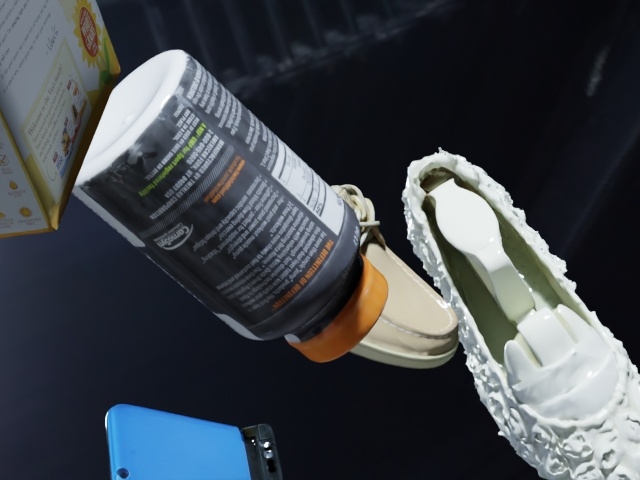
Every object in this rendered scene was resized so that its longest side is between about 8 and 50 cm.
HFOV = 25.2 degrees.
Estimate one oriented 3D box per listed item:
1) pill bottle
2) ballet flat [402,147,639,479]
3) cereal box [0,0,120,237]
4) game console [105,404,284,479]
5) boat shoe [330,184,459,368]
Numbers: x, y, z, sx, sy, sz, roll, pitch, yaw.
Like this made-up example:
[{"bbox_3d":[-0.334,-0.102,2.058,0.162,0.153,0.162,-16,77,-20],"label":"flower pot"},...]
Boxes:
[{"bbox_3d":[-0.060,-0.014,1.053,0.246,0.130,0.130,43,-16,-24],"label":"pill bottle"},{"bbox_3d":[0.186,0.072,1.372,0.409,0.147,0.147,58,-25,31],"label":"ballet flat"},{"bbox_3d":[-0.183,-0.146,0.788,0.173,0.047,0.240,-79,158,-51],"label":"cereal box"},{"bbox_3d":[-0.106,0.335,1.469,0.293,0.173,0.250,-105,-174,-51],"label":"game console"},{"bbox_3d":[0.000,0.000,1.254,0.302,0.109,0.098,35,-57,10],"label":"boat shoe"}]
